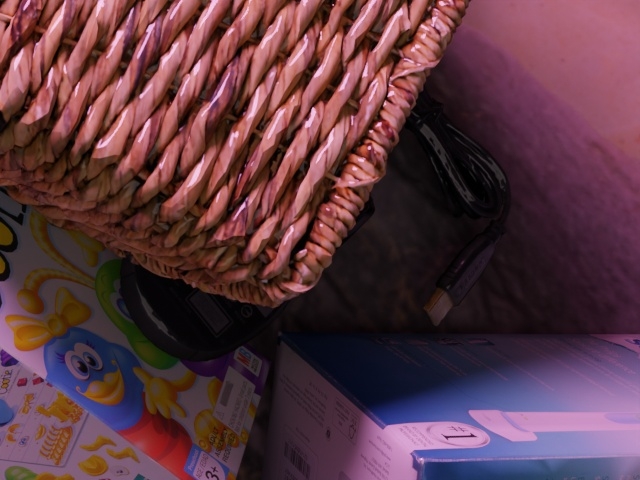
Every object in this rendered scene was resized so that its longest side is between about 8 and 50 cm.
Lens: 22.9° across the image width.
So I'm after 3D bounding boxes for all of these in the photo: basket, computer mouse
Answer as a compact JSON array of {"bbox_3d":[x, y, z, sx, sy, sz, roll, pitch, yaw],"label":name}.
[{"bbox_3d":[-0.061,-0.134,0.873,0.223,0.213,0.299,29,79,-15],"label":"basket"},{"bbox_3d":[0.000,0.000,0.974,0.184,0.060,0.262,47,64,-13],"label":"computer mouse"}]

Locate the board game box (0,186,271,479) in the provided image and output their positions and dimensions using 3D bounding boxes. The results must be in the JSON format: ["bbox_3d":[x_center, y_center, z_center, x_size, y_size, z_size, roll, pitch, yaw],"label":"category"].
[{"bbox_3d":[-0.187,0.068,0.926,0.275,0.142,0.144,39,122,-15],"label":"board game box"}]

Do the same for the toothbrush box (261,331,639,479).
[{"bbox_3d":[0.139,0.143,0.948,0.296,0.216,0.126,0,104,-23],"label":"toothbrush box"}]
